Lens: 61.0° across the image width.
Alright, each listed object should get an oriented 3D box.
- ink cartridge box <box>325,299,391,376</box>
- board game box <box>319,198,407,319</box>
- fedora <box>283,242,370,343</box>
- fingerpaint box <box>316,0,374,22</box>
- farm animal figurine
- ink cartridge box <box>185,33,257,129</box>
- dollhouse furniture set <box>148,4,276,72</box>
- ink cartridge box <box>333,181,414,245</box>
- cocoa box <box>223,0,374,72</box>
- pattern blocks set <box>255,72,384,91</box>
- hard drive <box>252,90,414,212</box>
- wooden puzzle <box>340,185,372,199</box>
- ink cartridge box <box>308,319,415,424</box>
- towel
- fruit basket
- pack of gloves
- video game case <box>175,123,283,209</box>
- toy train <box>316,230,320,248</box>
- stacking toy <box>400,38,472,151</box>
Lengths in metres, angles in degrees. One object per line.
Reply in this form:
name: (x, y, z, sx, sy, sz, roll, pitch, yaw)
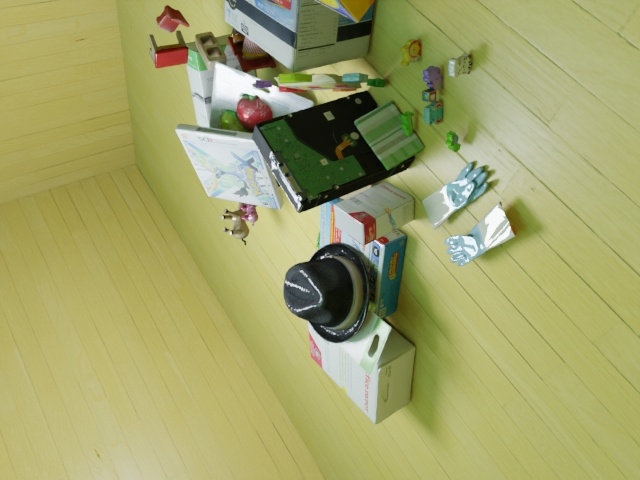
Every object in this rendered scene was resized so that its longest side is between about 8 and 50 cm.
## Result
ink cartridge box: (0.121, 0.263, 1.604, 0.235, 0.056, 0.171, 36, 114, 44)
board game box: (0.118, 0.041, 1.664, 0.302, 0.086, 0.308, 43, 145, 39)
fedora: (-0.007, 0.153, 1.607, 0.334, 0.153, 0.334, -11, 77, 55)
fingerpaint box: (0.009, -0.665, 0.999, 0.445, 0.371, 0.163, 45, -169, 37)
farm animal figurine: (-0.287, -0.195, 2.077, 0.327, 0.172, 0.330, 42, 106, 28)
ink cartridge box: (-0.339, -0.546, 1.891, 0.121, 0.211, 0.289, 38, 141, 42)
dollhouse furniture set: (-0.307, -0.608, 1.615, 0.152, 0.374, 0.201, 61, 155, 20)
ink cartridge box: (0.143, -0.073, 1.434, 0.127, 0.175, 0.072, 37, 144, 45)
cocoa box: (-0.059, -0.602, 1.319, 0.347, 0.231, 0.228, 46, 146, 34)
pattern blocks set: (-0.006, -0.396, 1.356, 0.325, 0.285, 0.026, 6, 102, 22)
hard drive: (0.034, -0.225, 1.331, 0.237, 0.339, 0.064, 57, 152, 16)
wooden puzzle: (0.054, -0.196, 1.531, 0.221, 0.044, 0.238, 24, 154, 25)
ink cartridge box: (0.128, 0.376, 1.825, 0.385, 0.160, 0.279, 39, 141, 44)
towel: (0.167, -0.256, 1.326, 0.152, 0.113, 0.023, 58, 175, 13)
fruit basket: (-0.204, -0.379, 1.769, 0.327, 0.165, 0.353, 22, 135, 2)
pack of gloves: (0.345, -0.058, 1.249, 0.232, 0.046, 0.195, -45, 59, 58)
video game case: (-0.296, -0.241, 1.811, 0.300, 0.036, 0.329, 11, 147, 20)
toy train: (0.000, 0.000, 1.922, 0.024, 0.017, 0.083, 40, 144, 25)
stacking toy: (0.249, -0.317, 1.195, 0.167, 0.052, 0.221, 37, 143, 47)
